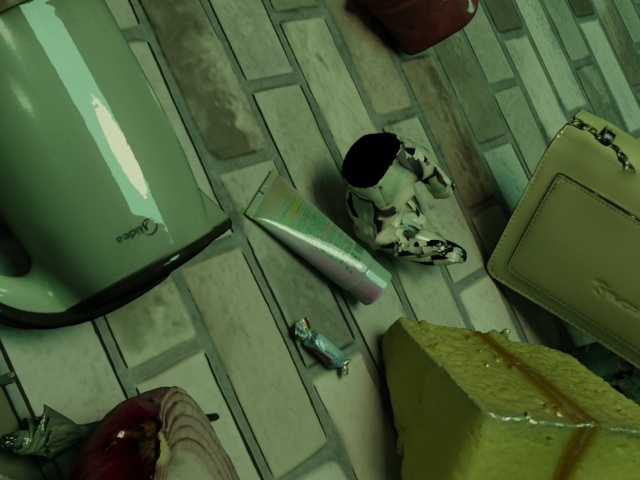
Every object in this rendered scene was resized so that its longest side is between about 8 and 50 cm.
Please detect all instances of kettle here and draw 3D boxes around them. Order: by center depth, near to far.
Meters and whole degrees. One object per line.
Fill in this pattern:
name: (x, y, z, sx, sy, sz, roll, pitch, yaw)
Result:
kettle: (-0.216, -0.050, 0.768, 0.221, 0.161, 0.236, -32, 98, -21)

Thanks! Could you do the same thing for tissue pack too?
tissue pack: (0.402, 0.186, 1.294, 0.079, 0.111, 0.085, 47, 45, -20)

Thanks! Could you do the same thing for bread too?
bread: (0.196, 0.209, 1.049, 0.264, 0.198, 0.236, 12, 23, -26)

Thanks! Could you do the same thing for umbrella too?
umbrella: (-0.186, 0.151, 0.779, 0.044, 0.044, 0.269, 40, 23, 31)

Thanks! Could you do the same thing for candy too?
candy: (0.003, 0.111, 0.994, 0.083, 0.020, 0.030, 41, 48, -25)

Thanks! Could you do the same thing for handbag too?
handbag: (0.424, 0.018, 1.200, 0.359, 0.236, 0.160, 34, 42, 17)
handbag: (0.129, -0.374, 1.268, 0.135, 0.146, 0.225, 36, 48, -36)

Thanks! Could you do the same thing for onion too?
onion: (-0.106, 0.263, 0.720, 0.227, 0.120, 0.283, -88, 153, -67)

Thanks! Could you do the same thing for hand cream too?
hand cream: (0.000, 0.000, 1.034, 0.174, 0.047, 0.076, 40, 47, -13)

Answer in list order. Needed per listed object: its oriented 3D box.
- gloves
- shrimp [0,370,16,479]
gloves: (0.098, -0.036, 1.109, 0.212, 0.111, 0.127, 59, 27, -52)
shrimp: (-0.292, 0.143, 0.591, 0.221, 0.166, 0.410, -40, 87, -14)
